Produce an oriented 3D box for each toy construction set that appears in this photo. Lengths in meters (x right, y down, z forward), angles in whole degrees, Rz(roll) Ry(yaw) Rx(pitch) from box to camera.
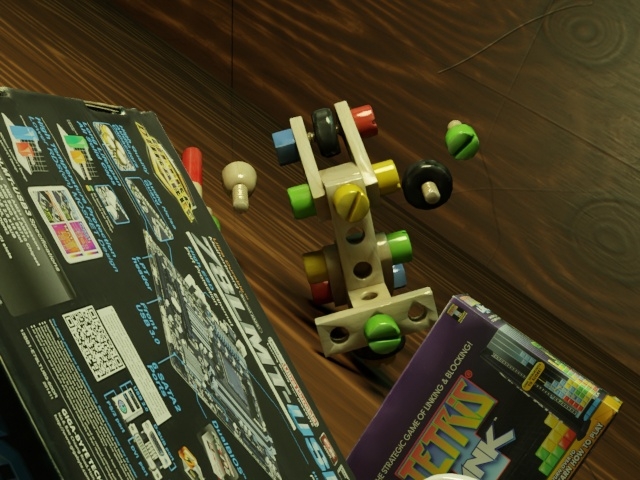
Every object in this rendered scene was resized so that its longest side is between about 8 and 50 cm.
[{"bbox_3d":[0.000,0.000,1.130,0.308,0.257,0.237,10,27,-10],"label":"toy construction set"}]

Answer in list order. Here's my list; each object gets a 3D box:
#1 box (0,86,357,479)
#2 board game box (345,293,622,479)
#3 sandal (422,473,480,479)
[{"bbox_3d":[-0.077,0.076,0.468,0.295,0.073,0.293,62,10,1],"label":"box"},{"bbox_3d":[0.113,0.147,0.785,0.141,0.170,0.048,35,11,16],"label":"board game box"},{"bbox_3d":[0.167,0.249,0.704,0.265,0.102,0.076,26,9,10],"label":"sandal"}]
